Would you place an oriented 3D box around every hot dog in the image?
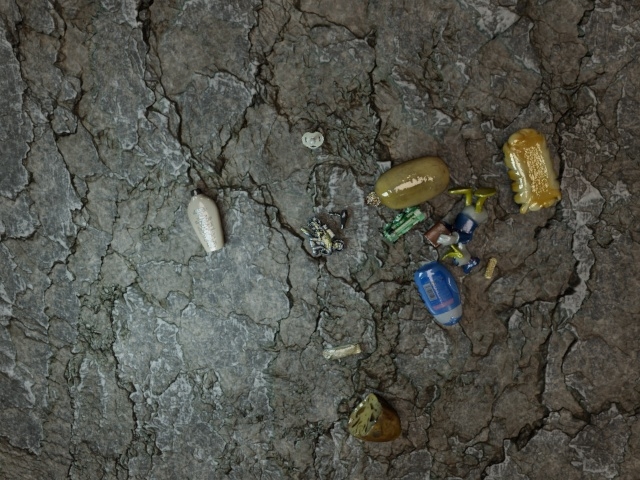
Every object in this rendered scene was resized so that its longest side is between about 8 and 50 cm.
[{"bbox_3d":[0.677,0.112,1.954,0.030,0.034,0.090,20,81,10],"label":"hot dog"}]

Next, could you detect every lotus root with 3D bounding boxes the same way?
[{"bbox_3d":[0.326,-0.211,1.863,0.342,0.151,0.169,-21,97,4],"label":"lotus root"},{"bbox_3d":[0.236,0.765,2.021,0.180,0.188,0.199,40,98,-17],"label":"lotus root"}]

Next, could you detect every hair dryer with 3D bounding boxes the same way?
[{"bbox_3d":[0.067,-0.091,1.969,0.083,0.031,0.079,13,109,15],"label":"hair dryer"}]

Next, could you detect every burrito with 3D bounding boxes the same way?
[{"bbox_3d":[0.091,0.465,2.047,0.171,0.042,0.051,-17,101,3],"label":"burrito"}]

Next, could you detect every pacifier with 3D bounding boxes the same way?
[{"bbox_3d":[-0.030,-0.386,1.903,0.083,0.064,0.068,-1,117,4],"label":"pacifier"}]

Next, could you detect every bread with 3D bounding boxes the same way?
[{"bbox_3d":[0.790,-0.266,1.839,0.172,0.121,0.312,-17,98,3],"label":"bread"}]

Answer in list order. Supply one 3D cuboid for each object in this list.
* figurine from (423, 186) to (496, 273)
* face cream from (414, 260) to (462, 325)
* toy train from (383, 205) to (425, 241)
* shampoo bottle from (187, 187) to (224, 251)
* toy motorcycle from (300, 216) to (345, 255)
[{"bbox_3d":[0.538,-0.015,1.868,0.283,0.204,0.339,-21,112,-19],"label":"figurine"},{"bbox_3d":[0.483,0.219,1.957,0.149,0.083,0.264,-25,97,8],"label":"face cream"},{"bbox_3d":[0.324,-0.064,1.913,0.178,0.105,0.071,-38,99,9],"label":"toy train"},{"bbox_3d":[-0.465,-0.086,1.972,0.127,0.078,0.257,-15,100,11],"label":"shampoo bottle"},{"bbox_3d":[0.000,0.000,1.965,0.193,0.061,0.124,42,93,-12],"label":"toy motorcycle"}]
